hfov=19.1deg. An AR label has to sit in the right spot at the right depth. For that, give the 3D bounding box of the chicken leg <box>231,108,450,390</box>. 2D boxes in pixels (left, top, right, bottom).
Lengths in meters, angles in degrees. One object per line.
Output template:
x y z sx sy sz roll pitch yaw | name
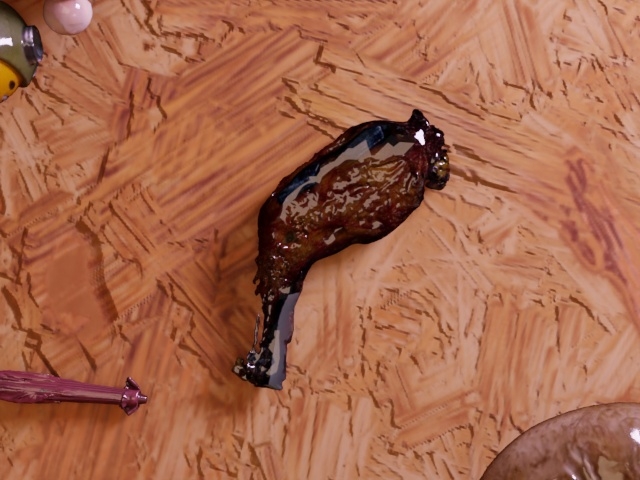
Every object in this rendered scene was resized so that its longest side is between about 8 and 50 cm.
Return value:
0.000 0.000 1.478 0.106 0.051 0.253 36 97 -5 | chicken leg

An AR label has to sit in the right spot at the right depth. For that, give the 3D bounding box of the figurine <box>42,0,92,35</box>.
-0.212 -0.248 1.400 0.276 0.133 0.200 -13 126 -23 | figurine

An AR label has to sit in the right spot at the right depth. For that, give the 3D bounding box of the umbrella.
-0.219 0.118 1.505 0.165 0.027 0.025 6 138 1 | umbrella

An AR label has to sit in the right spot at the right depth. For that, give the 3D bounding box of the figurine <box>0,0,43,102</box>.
-0.299 -0.184 1.450 0.141 0.166 0.250 -18 80 -16 | figurine

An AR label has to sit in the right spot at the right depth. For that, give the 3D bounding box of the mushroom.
0.216 0.249 1.427 0.278 0.146 0.278 -3 113 -6 | mushroom
